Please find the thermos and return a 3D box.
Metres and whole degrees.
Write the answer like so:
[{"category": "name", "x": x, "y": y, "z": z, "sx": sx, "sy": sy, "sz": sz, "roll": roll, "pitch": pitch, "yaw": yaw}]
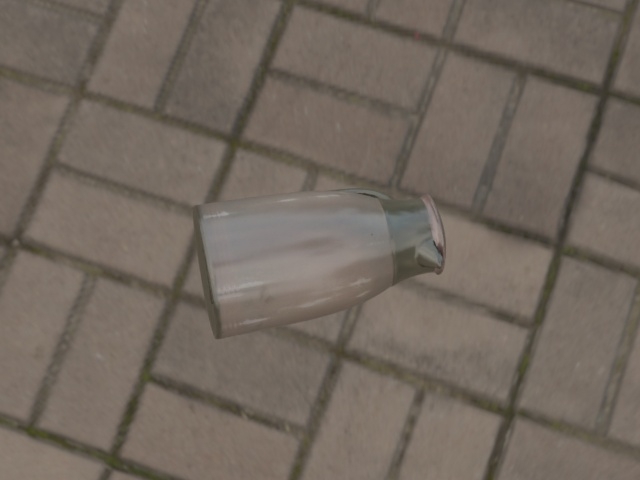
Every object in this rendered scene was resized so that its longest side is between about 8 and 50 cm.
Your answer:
[{"category": "thermos", "x": 0.000, "y": 0.000, "z": 1.092, "sx": 0.193, "sy": 0.105, "sz": 0.137, "roll": -11, "pitch": 29, "yaw": -8}]
